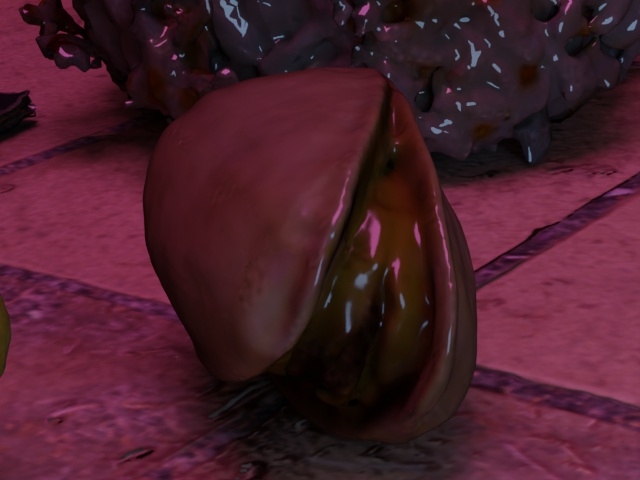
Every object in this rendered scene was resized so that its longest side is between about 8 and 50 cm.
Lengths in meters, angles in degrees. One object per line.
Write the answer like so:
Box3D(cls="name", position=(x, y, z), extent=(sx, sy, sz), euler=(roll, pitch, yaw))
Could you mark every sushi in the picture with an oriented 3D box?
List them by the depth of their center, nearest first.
Box3D(cls="sushi", position=(0.014, -0.169, 1.059), extent=(0.417, 0.176, 0.417), euler=(-3, 20, 1))

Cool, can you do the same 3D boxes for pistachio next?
Box3D(cls="pistachio", position=(0.000, 0.000, 0.656), extent=(0.129, 0.131, 0.206), euler=(20, 11, -19))

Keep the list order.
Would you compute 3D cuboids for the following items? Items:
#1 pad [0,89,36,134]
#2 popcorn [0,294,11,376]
Box3D(cls="pad", position=(-0.314, -0.067, 1.056), extent=(0.233, 0.022, 0.174), euler=(4, 22, 22))
Box3D(cls="popcorn", position=(-0.229, 0.029, 0.549), extent=(0.256, 0.195, 0.255), euler=(-3, 10, -3))
